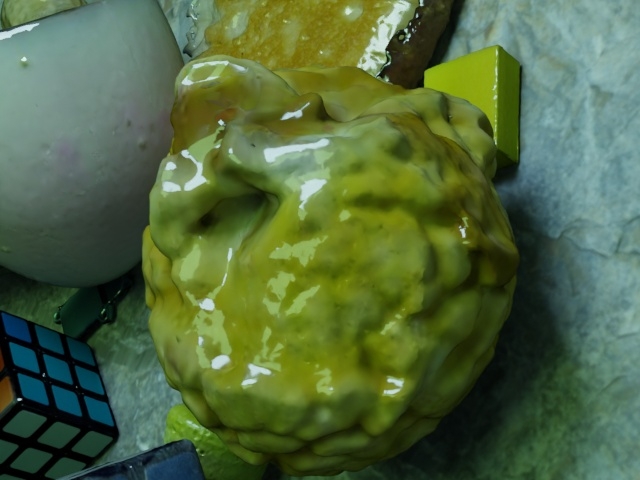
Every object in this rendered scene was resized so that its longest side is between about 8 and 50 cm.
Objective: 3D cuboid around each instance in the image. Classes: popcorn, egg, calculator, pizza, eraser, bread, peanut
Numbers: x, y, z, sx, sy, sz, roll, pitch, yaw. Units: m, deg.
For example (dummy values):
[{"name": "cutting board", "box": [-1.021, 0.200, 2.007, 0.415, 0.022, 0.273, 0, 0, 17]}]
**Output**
[{"name": "popcorn", "box": [0.006, 0.019, 1.184, 0.354, 0.344, 0.389, 137, 125, -81]}, {"name": "egg", "box": [-0.315, -0.106, 1.547, 0.355, 0.354, 0.339, -6, 107, 42]}, {"name": "calculator", "box": [-0.298, 0.082, 1.655, 0.141, 0.019, 0.094, -41, 47, 19]}, {"name": "pizza", "box": [-0.010, -0.182, 1.469, 0.435, 0.080, 0.391, -16, 59, 40]}, {"name": "eraser", "box": [0.154, -0.128, 1.304, 0.097, 0.045, 0.122, -14, 61, 38]}, {"name": "bread", "box": [-0.111, 0.230, 1.327, 0.111, 0.129, 0.114, 23, 95, 22]}, {"name": "peanut", "box": [-0.394, -0.292, 1.855, 0.149, 0.149, 0.313, -46, 45, 18]}]

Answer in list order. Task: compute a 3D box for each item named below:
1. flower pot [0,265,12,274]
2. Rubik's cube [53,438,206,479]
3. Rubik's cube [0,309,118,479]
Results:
[{"name": "flower pot", "box": [-0.476, -0.052, 1.753, 0.190, 0.209, 0.239, -13, 60, 41]}, {"name": "Rubik's cube", "box": [-0.265, 0.392, 1.194, 0.304, 0.301, 0.305, -21, 84, 34]}, {"name": "Rubik's cube", "box": [-0.371, 0.210, 1.555, 0.163, 0.162, 0.160, -46, 46, 19]}]
